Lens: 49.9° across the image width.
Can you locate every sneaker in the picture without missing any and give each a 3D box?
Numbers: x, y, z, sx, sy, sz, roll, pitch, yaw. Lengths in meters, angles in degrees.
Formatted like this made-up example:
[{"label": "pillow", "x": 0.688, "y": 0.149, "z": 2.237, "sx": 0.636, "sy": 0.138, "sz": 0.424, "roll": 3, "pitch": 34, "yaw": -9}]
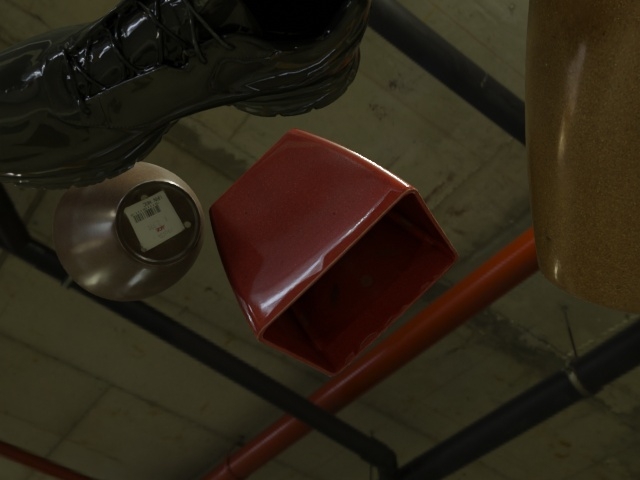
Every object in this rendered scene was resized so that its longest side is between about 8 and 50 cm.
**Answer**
[{"label": "sneaker", "x": -0.098, "y": -0.120, "z": 0.435, "sx": 0.286, "sy": 0.109, "sz": 0.130, "roll": -23, "pitch": -5, "yaw": -15}]

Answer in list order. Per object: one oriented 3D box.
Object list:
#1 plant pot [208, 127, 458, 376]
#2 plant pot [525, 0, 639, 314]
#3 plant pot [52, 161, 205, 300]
[{"label": "plant pot", "x": 0.000, "y": 0.000, "z": 0.995, "sx": 0.267, "sy": 0.235, "sz": 0.267, "roll": -44, "pitch": -32, "yaw": 2}, {"label": "plant pot", "x": 0.253, "y": -0.083, "z": 0.518, "sx": 0.237, "sy": 0.237, "sz": 0.254, "roll": 7, "pitch": -67, "yaw": 0}, {"label": "plant pot", "x": -0.247, "y": -0.018, "z": 0.947, "sx": 0.215, "sy": 0.215, "sz": 0.230, "roll": 32, "pitch": -14, "yaw": -20}]
